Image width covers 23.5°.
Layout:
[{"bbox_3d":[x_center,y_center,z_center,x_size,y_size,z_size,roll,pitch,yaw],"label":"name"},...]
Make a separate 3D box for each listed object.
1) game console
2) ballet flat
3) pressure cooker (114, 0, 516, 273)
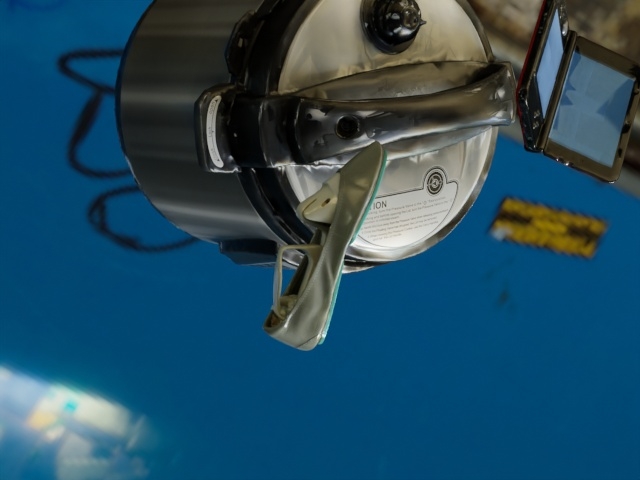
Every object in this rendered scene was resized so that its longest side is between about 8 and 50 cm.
[{"bbox_3d":[0.240,-0.146,1.403,0.085,0.144,0.124,8,149,20],"label":"game console"},{"bbox_3d":[0.000,0.000,1.459,0.068,0.213,0.072,18,-174,-14],"label":"ballet flat"},{"bbox_3d":[-0.002,-0.155,1.792,0.420,0.370,0.375,8,149,52],"label":"pressure cooker"}]
